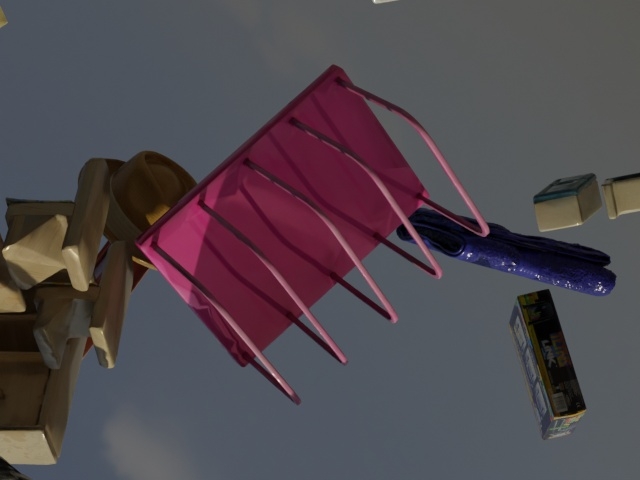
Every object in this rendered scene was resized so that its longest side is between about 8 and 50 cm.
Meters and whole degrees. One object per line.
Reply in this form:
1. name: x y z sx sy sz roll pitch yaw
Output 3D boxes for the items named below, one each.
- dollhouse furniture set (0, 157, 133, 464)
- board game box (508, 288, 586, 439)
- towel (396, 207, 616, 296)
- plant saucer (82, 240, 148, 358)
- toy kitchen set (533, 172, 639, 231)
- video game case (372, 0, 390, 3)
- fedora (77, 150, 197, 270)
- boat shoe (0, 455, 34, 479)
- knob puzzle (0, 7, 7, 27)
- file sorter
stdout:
1. dollhouse furniture set: -0.387 0.035 1.779 0.394 0.362 0.256 81 -169 -47
2. board game box: 0.300 0.167 2.097 0.141 0.048 0.170 83 173 -72
3. towel: 0.302 0.011 2.548 0.308 0.076 0.227 15 -177 -26
4. plant saucer: -0.292 0.058 2.135 0.047 0.258 0.259 38 163 -10
5. toy kitchen set: 0.346 -0.116 1.810 0.122 0.207 0.166 -27 -74 -67
6. video game case: 0.179 -0.448 2.265 0.026 0.227 0.206 -106 9 -48
7. fedora: -0.199 -0.048 1.889 0.194 0.079 0.194 33 -153 -19
8. boat shoe: -0.279 0.318 1.635 0.105 0.113 0.306 19 148 43
9. knob puzzle: -0.614 -0.371 2.489 0.213 0.213 0.030 34 -173 -41
10. file sorter: 0.000 0.000 1.663 0.202 0.290 0.182 53 170 -32
